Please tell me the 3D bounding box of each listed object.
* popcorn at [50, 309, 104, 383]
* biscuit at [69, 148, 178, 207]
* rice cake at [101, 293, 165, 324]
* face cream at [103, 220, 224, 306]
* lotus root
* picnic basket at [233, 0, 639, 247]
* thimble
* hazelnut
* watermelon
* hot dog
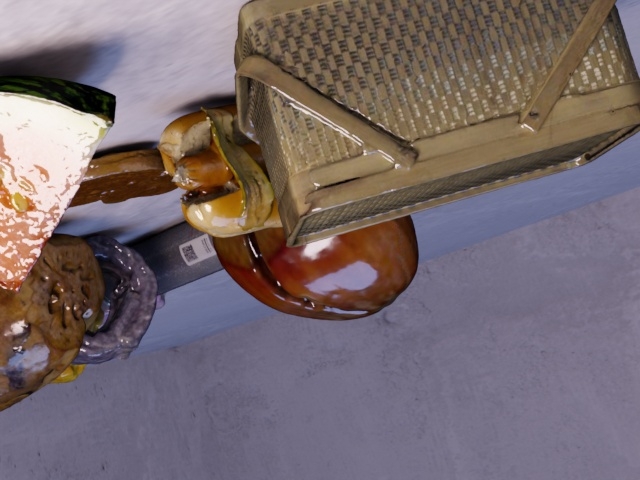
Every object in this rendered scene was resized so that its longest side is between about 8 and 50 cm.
[{"bbox_3d":[-0.357,0.106,1.723,0.170,0.180,0.180,-43,170,7],"label":"popcorn"},{"bbox_3d":[-0.178,-0.056,1.201,0.124,0.026,0.175,-18,174,31],"label":"biscuit"},{"bbox_3d":[-0.406,0.115,2.003,0.399,0.064,0.070,-16,168,0],"label":"rice cake"},{"bbox_3d":[-0.193,0.026,1.704,0.283,0.073,0.073,-21,172,42],"label":"face cream"},{"bbox_3d":[-0.354,0.096,1.433,0.291,0.193,0.193,-21,173,35],"label":"lotus root"},{"bbox_3d":[0.077,-0.101,0.920,0.266,0.139,0.165,-16,174,-8],"label":"picnic basket"},{"bbox_3d":[-0.265,0.071,1.582,0.150,0.150,0.098,-14,171,-22],"label":"thimble"},{"bbox_3d":[-0.001,0.002,1.468,0.181,0.181,0.212,-12,174,-44],"label":"hazelnut"},{"bbox_3d":[-0.222,-0.052,0.847,0.145,0.137,0.193,23,160,-16],"label":"watermelon"},{"bbox_3d":[-0.028,-0.067,1.118,0.269,0.109,0.072,-15,166,-48],"label":"hot dog"}]
